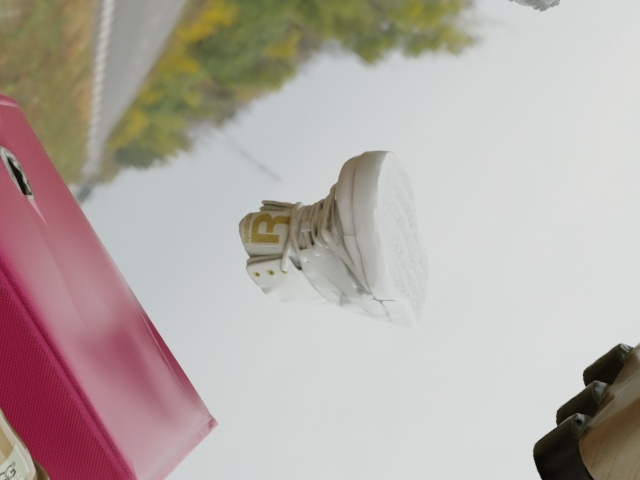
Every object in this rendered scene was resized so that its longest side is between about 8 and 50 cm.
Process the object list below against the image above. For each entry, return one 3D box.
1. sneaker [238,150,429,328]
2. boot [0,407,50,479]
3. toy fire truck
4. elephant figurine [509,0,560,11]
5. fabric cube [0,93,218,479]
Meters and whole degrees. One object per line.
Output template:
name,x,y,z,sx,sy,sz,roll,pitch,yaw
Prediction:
sneaker,0.000,0.000,1.542,0.292,0.169,0.108,72,29,-65
boot,-0.232,0.009,0.765,0.236,0.269,0.089,7,-143,34
toy fire truck,0.265,0.141,0.932,0.158,0.246,0.217,-40,177,22
elephant figurine,0.202,-0.156,0.788,0.186,0.239,0.169,-75,-169,-57
fabric cube,-0.247,0.085,1.025,0.259,0.258,0.254,-32,179,6
